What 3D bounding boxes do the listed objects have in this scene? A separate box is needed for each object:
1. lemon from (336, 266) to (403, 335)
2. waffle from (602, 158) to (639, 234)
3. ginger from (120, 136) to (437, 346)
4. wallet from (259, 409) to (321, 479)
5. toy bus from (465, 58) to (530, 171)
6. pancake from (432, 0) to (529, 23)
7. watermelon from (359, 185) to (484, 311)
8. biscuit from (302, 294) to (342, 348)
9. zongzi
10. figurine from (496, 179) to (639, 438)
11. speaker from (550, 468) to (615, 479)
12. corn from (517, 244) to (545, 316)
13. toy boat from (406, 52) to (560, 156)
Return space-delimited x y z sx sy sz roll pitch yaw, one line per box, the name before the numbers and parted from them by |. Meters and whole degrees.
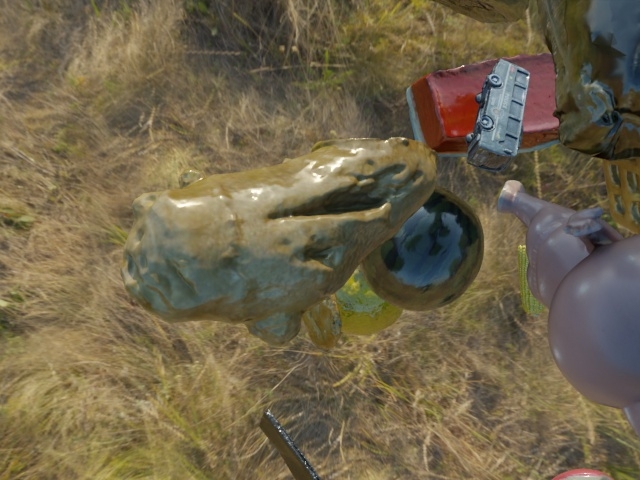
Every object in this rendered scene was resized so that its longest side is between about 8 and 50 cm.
lemon | 0.126 0.133 1.917 0.336 0.336 0.336 0 80 0
waffle | 0.530 -0.147 0.974 0.098 0.224 0.327 -22 115 -1
ginger | -0.020 -0.017 0.619 0.354 0.126 0.190 -30 89 -24
wallet | -0.087 0.586 1.721 0.025 0.124 0.244 -28 66 -33
toy bus | 0.238 -0.167 0.829 0.065 0.047 0.166 21 61 -3
pancake | 0.240 -0.449 1.130 0.294 0.294 0.049 18 106 3
watermelon | 0.164 0.014 1.026 0.212 0.212 0.212 0 80 0
biscuit | -0.025 0.034 0.883 0.029 0.118 0.247 -13 74 -23
zongzi | 0.240 -0.181 0.534 0.134 0.288 0.286 5 79 7
figurine | 0.274 0.037 0.568 0.186 0.287 0.176 -5 110 -7
speaker | 0.675 0.721 1.552 0.294 0.294 0.294 0 80 0
corn | 0.583 0.110 1.725 0.067 0.067 0.206 -10 97 -2
toy boat | 0.292 -0.202 0.979 0.332 0.133 0.145 -11 80 -16
